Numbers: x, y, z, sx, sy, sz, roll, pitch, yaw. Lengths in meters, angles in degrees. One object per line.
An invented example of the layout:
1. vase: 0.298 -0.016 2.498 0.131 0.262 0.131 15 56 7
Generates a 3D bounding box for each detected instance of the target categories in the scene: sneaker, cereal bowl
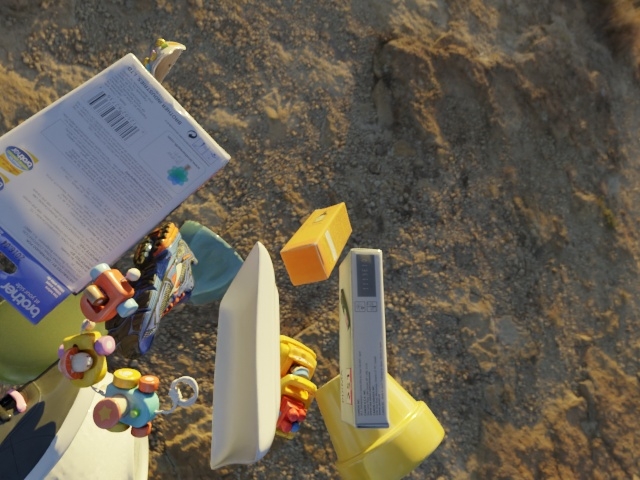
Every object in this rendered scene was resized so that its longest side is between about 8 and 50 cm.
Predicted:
1. sneaker: -0.212 0.066 0.620 0.087 0.083 0.221 48 27 -31
2. sneaker: -0.353 0.199 0.435 0.296 0.104 0.147 -55 125 -27
3. cereal bowl: -0.399 0.402 0.836 0.141 0.339 0.339 -3 82 -12

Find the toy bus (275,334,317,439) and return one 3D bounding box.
1. toy bus: -0.082 0.378 1.148 0.149 0.211 0.220 33 83 -23

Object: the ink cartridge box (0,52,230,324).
1. ink cartridge box: -0.287 -0.070 0.569 0.186 0.065 0.311 47 62 -12

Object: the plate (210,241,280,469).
1. plate: -0.111 0.181 0.680 0.045 0.277 0.278 7 61 -21

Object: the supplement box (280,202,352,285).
1. supplement box: 0.000 0.000 0.921 0.233 0.078 0.080 -59 131 -61

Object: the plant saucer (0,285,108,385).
1. plant saucer: -0.532 0.173 0.892 0.241 0.037 0.241 -28 137 -29

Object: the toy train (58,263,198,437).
1. toy train: -0.200 0.112 0.444 0.166 0.125 0.046 53 13 9

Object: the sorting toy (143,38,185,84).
1. sorting toy: -0.272 -0.306 0.785 0.045 0.075 0.083 33 106 -30

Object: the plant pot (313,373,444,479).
1. plant pot: 0.115 0.414 1.074 0.254 0.254 0.239 -25 72 -34

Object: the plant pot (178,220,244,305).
1. plant pot: -0.411 0.103 1.547 0.290 0.290 0.195 47 64 -17

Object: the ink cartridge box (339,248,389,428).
1. ink cartridge box: 0.061 0.177 0.817 0.060 0.239 0.275 2 73 -8
